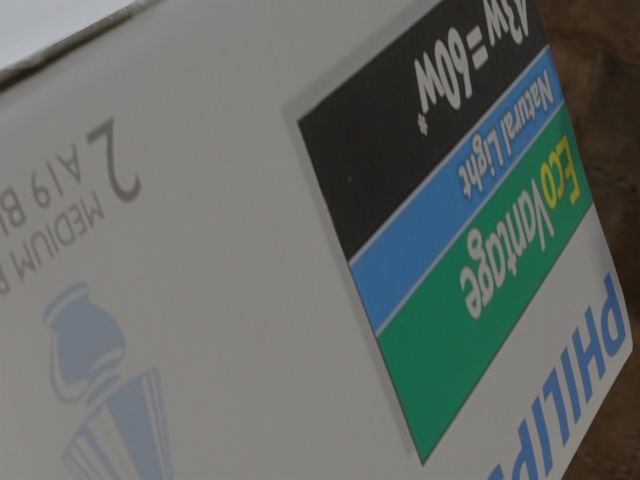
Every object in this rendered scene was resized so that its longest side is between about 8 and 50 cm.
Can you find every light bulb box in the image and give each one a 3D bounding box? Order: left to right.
[{"bbox_3d":[-0.134,0.035,0.524,0.361,0.358,0.225,-8,111,30],"label":"light bulb box"}]
